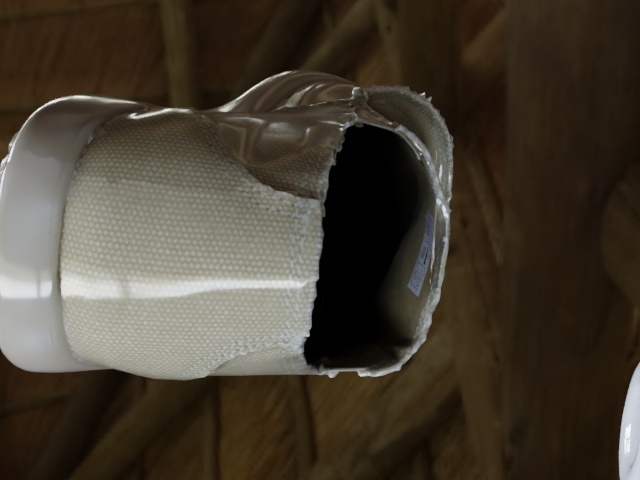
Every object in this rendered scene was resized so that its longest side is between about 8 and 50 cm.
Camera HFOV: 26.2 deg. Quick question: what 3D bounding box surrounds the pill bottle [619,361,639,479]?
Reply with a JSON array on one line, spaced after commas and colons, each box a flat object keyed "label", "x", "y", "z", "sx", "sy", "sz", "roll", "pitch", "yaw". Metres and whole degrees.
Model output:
[{"label": "pill bottle", "x": 0.305, "y": 0.141, "z": 0.943, "sx": 0.184, "sy": 0.103, "sz": 0.103, "roll": 9, "pitch": -146, "yaw": 4}]

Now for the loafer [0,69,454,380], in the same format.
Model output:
[{"label": "loafer", "x": 0.000, "y": 0.000, "z": 0.444, "sx": 0.092, "sy": 0.102, "sz": 0.268, "roll": 13, "pitch": -167, "yaw": 20}]
